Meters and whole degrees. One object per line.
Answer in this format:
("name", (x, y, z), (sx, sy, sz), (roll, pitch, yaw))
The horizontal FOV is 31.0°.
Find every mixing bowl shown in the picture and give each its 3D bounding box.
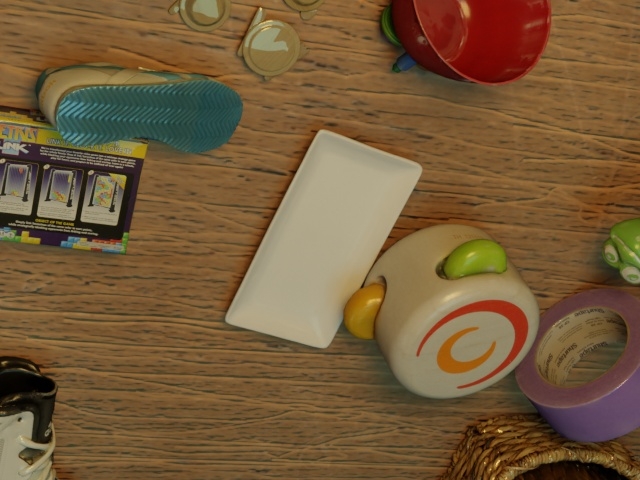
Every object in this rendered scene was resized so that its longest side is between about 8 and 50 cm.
("mixing bowl", (0.143, -0.242, 1.221), (0.181, 0.098, 0.181), (4, 81, -31))

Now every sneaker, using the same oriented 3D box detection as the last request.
("sneaker", (-0.339, 0.304, 1.370), (0.447, 0.169, 0.257), (34, 107, -27))
("sneaker", (-0.184, -0.148, 1.211), (0.229, 0.092, 0.087), (1, 118, -39))

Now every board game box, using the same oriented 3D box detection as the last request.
("board game box", (-0.284, -0.065, 1.248), (0.170, 0.048, 0.141), (8, 114, -19))

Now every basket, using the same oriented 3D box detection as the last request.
("basket", (0.338, 0.385, 1.581), (0.299, 0.223, 0.213), (15, 114, -22))

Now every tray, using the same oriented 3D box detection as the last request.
("tray", (0.000, 0.000, 1.377), (0.145, 0.030, 0.270), (18, 113, -23))

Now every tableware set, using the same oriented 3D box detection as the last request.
("tableware set", (-0.066, -0.258, 1.217), (0.169, 0.020, 0.141), (32, 104, -27))

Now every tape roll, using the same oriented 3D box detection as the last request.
("tape roll", (0.349, 0.158, 1.474), (0.189, 0.189, 0.080), (-38, 121, 7))

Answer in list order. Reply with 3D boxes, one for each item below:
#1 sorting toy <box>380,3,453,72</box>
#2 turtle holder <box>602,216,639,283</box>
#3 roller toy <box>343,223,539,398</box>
("sorting toy", (0.098, -0.214, 1.278), (0.102, 0.061, 0.042), (31, 150, -21))
("turtle holder", (0.523, 0.043, 1.421), (0.320, 0.243, 0.227), (-14, 158, -42))
("roller toy", (0.151, 0.083, 1.399), (0.209, 0.146, 0.191), (-39, 132, 11))
